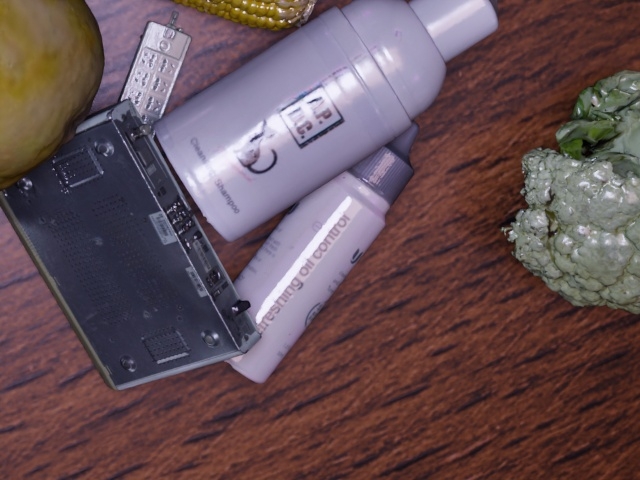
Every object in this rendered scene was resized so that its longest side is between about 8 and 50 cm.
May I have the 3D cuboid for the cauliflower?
[{"bbox_3d":[0.327,-0.056,1.609,0.272,0.275,0.250,-20,63,20],"label":"cauliflower"}]

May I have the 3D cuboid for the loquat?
[{"bbox_3d":[-0.344,-0.165,1.382,0.284,0.276,0.276,32,90,-6],"label":"loquat"}]

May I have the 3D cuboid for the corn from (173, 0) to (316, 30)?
[{"bbox_3d":[-0.142,-0.282,1.504,0.293,0.106,0.106,18,94,-11],"label":"corn"}]

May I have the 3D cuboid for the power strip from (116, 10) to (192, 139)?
[{"bbox_3d":[-0.169,-0.166,1.553,0.051,0.019,0.136,21,93,-13],"label":"power strip"}]

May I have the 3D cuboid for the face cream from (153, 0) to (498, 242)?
[{"bbox_3d":[0.027,-0.155,1.507,0.369,0.145,0.145,-34,104,4],"label":"face cream"}]

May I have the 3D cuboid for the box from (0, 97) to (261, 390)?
[{"bbox_3d":[-0.193,0.012,1.502,0.211,0.045,0.270,-17,107,35],"label":"box"}]

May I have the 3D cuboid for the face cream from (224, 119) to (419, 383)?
[{"bbox_3d":[0.000,0.000,1.581,0.092,0.092,0.311,39,88,-15],"label":"face cream"}]
